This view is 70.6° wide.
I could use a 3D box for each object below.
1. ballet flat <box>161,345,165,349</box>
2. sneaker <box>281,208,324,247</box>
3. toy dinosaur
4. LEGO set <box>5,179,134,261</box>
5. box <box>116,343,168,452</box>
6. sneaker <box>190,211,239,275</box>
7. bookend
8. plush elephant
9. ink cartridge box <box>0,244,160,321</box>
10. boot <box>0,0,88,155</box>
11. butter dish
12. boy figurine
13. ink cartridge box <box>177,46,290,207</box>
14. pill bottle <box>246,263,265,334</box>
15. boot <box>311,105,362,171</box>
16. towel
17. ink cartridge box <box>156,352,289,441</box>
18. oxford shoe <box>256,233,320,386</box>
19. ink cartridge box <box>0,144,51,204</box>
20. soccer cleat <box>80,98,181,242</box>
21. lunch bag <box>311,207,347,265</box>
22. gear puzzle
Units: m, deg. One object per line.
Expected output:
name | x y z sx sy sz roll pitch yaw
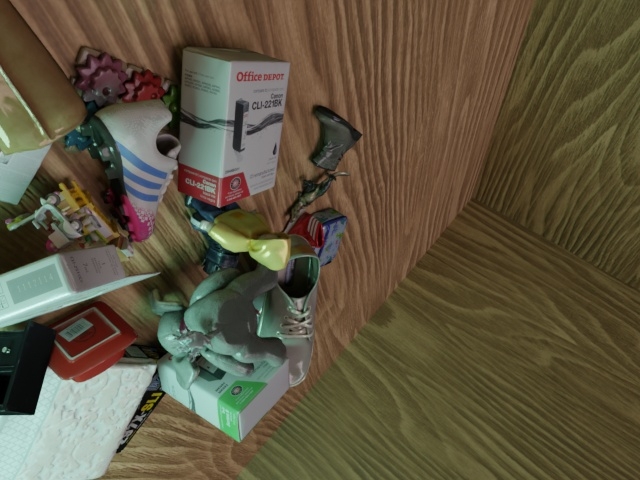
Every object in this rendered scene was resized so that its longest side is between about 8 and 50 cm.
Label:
ballet flat | -0.382 0.270 1.325 0.206 0.073 0.067 2 93 -65
sneaker | -0.072 0.018 1.469 0.087 0.128 0.221 -3 124 -61
toy dinosaur | -0.005 -0.165 1.416 0.268 0.064 0.118 -38 169 -14
LEGO set | -0.434 -0.018 0.785 0.107 0.132 0.287 -32 175 -10
box | -0.540 0.429 1.208 0.322 0.079 0.257 -53 158 -4
sneaker | -0.271 0.017 1.150 0.163 0.086 0.226 -61 157 7
bookend | -0.592 0.234 0.824 0.072 0.156 0.157 70 18 -62
plush elephant | -0.276 0.209 1.105 0.330 0.255 0.272 -12 93 -51
ink cartridge box | -0.457 0.085 0.736 0.296 0.066 0.261 -20 -179 6
boot | -0.433 -0.206 0.528 0.236 0.089 0.269 -44 150 -26
butter dish | -0.480 0.229 0.938 0.160 0.160 0.118 -33 143 -40
boy figurine | -0.183 -0.035 1.004 0.177 0.285 0.092 -13 133 -52
ink cartridge box | -0.172 -0.229 0.900 0.197 0.114 0.273 -34 139 -55
pill bottle | -0.185 0.244 1.433 0.229 0.229 0.408 -3 124 -61
boot | 0.027 -0.283 1.325 0.161 0.083 0.246 -54 156 12
towel | -0.573 0.408 1.016 0.317 0.053 0.332 20 101 -48
ink cartridge box | -0.259 0.360 1.213 0.211 0.289 0.121 -40 141 -46
oxford shoe | -0.080 0.209 1.254 0.169 0.130 0.449 -2 104 -25
ink cartridge box | -0.466 -0.116 0.683 0.115 0.029 0.063 -58 156 2
soccer cleat | -0.308 -0.109 0.804 0.143 0.116 0.331 -31 163 -28
lunch bag | 0.000 0.000 1.634 0.176 0.090 0.219 -18 137 -49
gear puzzle | -0.303 -0.214 0.837 0.339 0.044 0.175 -1 123 -62
